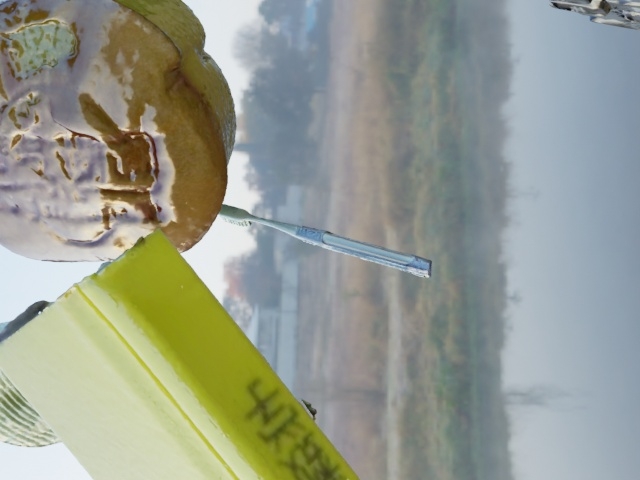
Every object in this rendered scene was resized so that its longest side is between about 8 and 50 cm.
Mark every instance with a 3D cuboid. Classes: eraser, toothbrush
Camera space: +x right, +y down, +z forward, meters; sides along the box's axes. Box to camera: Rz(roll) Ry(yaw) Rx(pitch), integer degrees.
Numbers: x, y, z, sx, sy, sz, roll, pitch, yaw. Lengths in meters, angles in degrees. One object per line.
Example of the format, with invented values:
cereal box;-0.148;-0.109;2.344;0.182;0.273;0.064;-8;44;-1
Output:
eraser;-0.086;0.112;0.592;0.226;0.158;0.069;53;-136;-8
toothbrush;0.000;0.000;0.891;0.019;0.220;0.016;70;-141;-56

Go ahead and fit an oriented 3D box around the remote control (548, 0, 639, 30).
remote control;0.090;-0.120;0.309;0.399;0.145;0.062;-1;-75;-58

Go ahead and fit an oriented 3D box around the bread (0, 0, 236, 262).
bread;-0.202;-0.100;0.844;0.148;0.270;0.269;-73;-14;-58

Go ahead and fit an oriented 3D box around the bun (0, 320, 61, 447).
bun;-0.396;0.189;1.331;0.118;0.195;0.195;-101;9;-60
